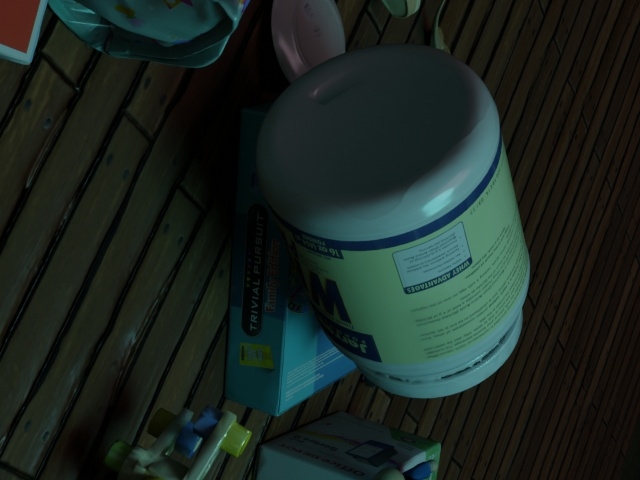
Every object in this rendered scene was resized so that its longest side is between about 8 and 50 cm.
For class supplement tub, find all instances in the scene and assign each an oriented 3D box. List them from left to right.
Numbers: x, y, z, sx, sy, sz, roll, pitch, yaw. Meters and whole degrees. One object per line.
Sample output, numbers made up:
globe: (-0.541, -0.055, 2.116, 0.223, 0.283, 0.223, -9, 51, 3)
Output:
supplement tub: (0.085, -0.010, 1.306, 0.235, 0.235, 0.325, -58, 147, -29)

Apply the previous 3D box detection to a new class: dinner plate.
dinner plate: (-0.007, -0.224, 1.398, 0.141, 0.017, 0.141, 12, 75, -55)

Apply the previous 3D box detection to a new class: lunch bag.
lunch bag: (-0.112, -0.266, 1.030, 0.223, 0.160, 0.262, -69, -165, -11)

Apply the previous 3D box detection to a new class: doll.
doll: (0.107, 0.317, 1.528, 0.129, 0.046, 0.189, -55, 140, -17)

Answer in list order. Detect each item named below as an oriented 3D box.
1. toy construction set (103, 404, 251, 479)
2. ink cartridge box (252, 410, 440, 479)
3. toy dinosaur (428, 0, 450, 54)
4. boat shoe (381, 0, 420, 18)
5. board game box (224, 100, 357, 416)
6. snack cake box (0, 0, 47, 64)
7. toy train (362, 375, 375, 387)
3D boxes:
toy construction set: (-0.200, 0.301, 1.187, 0.328, 0.151, 0.215, -35, 157, -41)
ink cartridge box: (0.034, 0.293, 1.600, 0.212, 0.154, 0.093, -12, 113, -59)
toy dinosaur: (0.155, -0.245, 1.703, 0.183, 0.053, 0.092, 57, 37, -63)
boat shoe: (0.065, -0.318, 1.484, 0.059, 0.063, 0.170, -55, 136, -29)
board game box: (0.000, 0.000, 1.485, 0.254, 0.079, 0.336, -22, 121, -55)
snack cake box: (-0.249, -0.273, 0.903, 0.152, 0.089, 0.264, 16, 89, -64)
toy train: (0.082, 0.122, 1.743, 0.036, 0.027, 0.158, -17, 117, -60)
